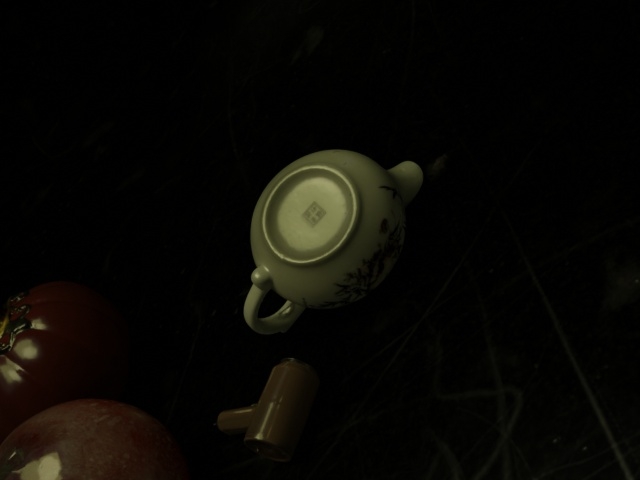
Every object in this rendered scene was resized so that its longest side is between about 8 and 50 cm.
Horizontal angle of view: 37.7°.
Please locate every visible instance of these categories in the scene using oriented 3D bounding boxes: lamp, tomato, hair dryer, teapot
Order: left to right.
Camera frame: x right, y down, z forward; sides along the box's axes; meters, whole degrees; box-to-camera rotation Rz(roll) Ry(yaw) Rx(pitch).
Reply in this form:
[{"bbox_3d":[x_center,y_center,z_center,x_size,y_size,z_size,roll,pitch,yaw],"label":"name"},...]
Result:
[{"bbox_3d":[-0.429,0.207,1.455,0.303,0.257,0.303,-37,31,26],"label":"lamp"},{"bbox_3d":[-0.304,0.326,1.174,0.270,0.227,0.270,-26,44,28],"label":"tomato"},{"bbox_3d":[-0.080,0.216,1.171,0.181,0.064,0.117,-21,39,49],"label":"hair dryer"},{"bbox_3d":[0.000,0.000,1.226,0.208,0.166,0.300,45,105,20],"label":"teapot"}]
